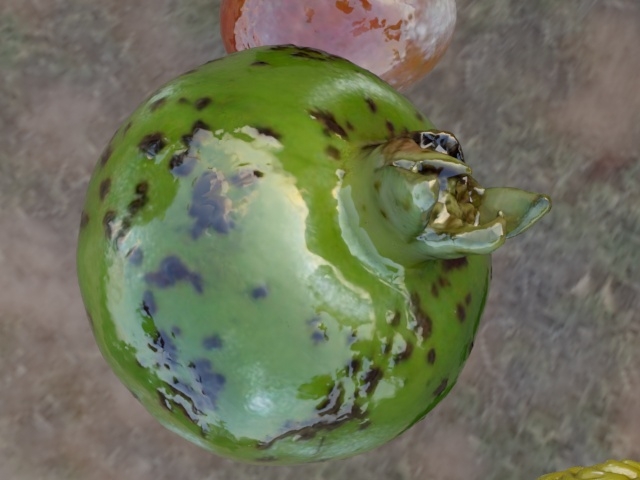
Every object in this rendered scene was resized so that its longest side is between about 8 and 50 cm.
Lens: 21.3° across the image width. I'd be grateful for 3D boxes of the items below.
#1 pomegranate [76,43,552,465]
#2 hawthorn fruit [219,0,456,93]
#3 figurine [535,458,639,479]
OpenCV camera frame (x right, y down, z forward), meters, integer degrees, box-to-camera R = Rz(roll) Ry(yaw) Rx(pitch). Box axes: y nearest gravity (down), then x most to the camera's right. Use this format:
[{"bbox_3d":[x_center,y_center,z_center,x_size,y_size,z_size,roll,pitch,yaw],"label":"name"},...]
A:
[{"bbox_3d":[0.000,0.000,0.822,0.263,0.211,0.211,-26,103,47],"label":"pomegranate"},{"bbox_3d":[0.001,-0.242,1.704,0.263,0.235,0.231,-10,149,10],"label":"hawthorn fruit"},{"bbox_3d":[0.262,0.164,1.246,0.168,0.315,0.187,53,161,-23],"label":"figurine"}]
